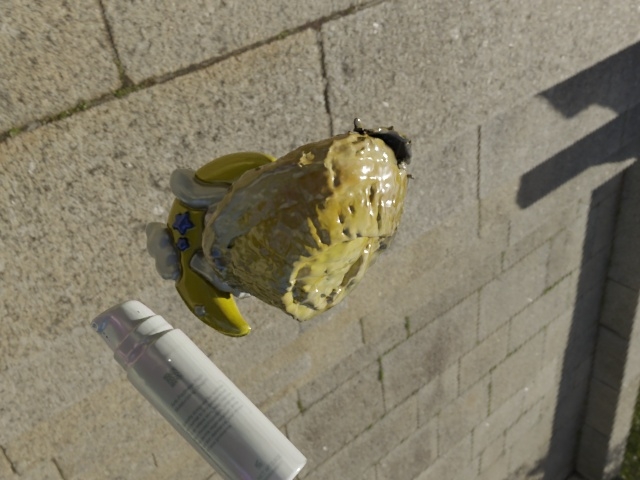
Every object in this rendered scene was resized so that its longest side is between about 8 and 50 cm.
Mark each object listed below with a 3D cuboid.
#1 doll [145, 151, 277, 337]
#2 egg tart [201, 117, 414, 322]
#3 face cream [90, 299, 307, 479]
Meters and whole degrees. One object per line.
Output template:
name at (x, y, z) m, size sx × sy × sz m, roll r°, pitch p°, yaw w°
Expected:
doll at (-0.110, -0.003, 0.853) m, size 0.237 × 0.252 × 0.111 m, roll -48°, pitch 162°, yaw 10°
egg tart at (0.000, 0.000, 0.615) m, size 0.232 × 0.098 × 0.252 m, roll -11°, pitch 149°, yaw -38°
face cream at (-0.174, 0.217, 0.901) m, size 0.102 × 0.345 × 0.102 m, roll -44°, pitch 168°, yaw -12°
